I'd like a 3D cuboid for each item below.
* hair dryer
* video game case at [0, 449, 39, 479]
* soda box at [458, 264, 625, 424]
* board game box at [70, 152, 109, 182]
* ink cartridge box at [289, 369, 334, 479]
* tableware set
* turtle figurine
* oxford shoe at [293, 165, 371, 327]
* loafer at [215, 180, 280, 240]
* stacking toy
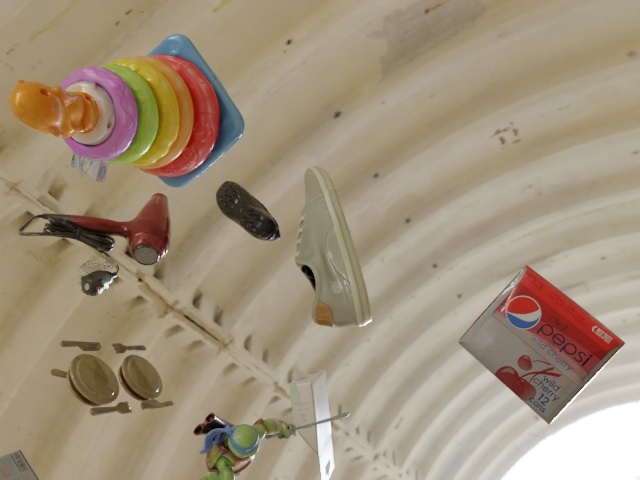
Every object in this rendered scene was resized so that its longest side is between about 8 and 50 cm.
[{"bbox_3d":[-0.397,-0.030,1.097,0.293,0.223,0.080,-32,-22,-51],"label":"hair dryer"},{"bbox_3d":[-0.488,0.379,0.814,0.015,0.119,0.166,-56,-24,19],"label":"video game case"},{"bbox_3d":[0.207,0.088,0.532,0.083,0.092,0.263,-52,-20,10],"label":"soda box"},{"bbox_3d":[-0.382,-0.154,0.947,0.020,0.090,0.090,5,-73,-52],"label":"board game box"},{"bbox_3d":[-0.015,0.409,1.237,0.181,0.056,0.225,27,-122,-79],"label":"ink cartridge box"},{"bbox_3d":[-0.325,0.225,0.890,0.039,0.128,0.194,-39,-23,10],"label":"tableware set"},{"bbox_3d":[-0.118,0.432,1.036,0.274,0.266,0.198,12,-125,-23],"label":"turtle figurine"},{"bbox_3d":[0.000,0.000,1.230,0.130,0.450,0.169,-14,-41,0],"label":"oxford shoe"},{"bbox_3d":[-0.167,-0.064,1.279,0.076,0.223,0.078,-51,-41,3],"label":"loafer"},{"bbox_3d":[-0.240,-0.149,0.665,0.175,0.165,0.302,55,-159,0],"label":"stacking toy"}]
